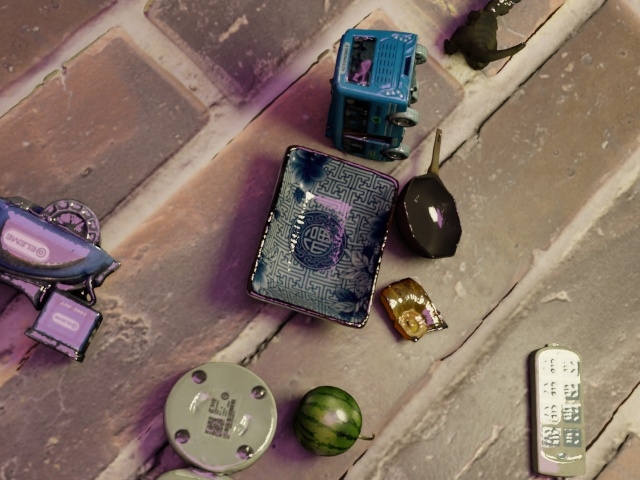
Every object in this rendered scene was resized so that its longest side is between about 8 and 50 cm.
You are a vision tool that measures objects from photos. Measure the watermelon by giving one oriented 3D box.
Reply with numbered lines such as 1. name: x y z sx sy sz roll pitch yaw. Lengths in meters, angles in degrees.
1. watermelon: 0.013 0.256 1.268 0.109 0.109 0.109 3 77 -12

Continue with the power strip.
1. power strip: 0.362 0.268 1.372 0.080 0.029 0.226 4 77 -11

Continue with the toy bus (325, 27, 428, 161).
1. toy bus: 0.078 -0.206 1.313 0.134 0.246 0.113 9 76 2

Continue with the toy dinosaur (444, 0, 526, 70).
1. toy dinosaur: 0.270 -0.349 1.418 0.087 0.179 0.187 24 71 -7

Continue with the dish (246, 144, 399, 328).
1. dish: 0.000 0.000 1.330 0.182 0.080 0.243 18 71 -9

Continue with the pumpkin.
1. pumpkin: 0.137 0.107 1.362 0.073 0.035 0.101 -27 81 -28

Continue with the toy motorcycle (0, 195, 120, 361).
1. toy motorcycle: -0.446 0.011 1.210 0.359 0.125 0.212 27 75 -5

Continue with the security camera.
1. security camera: -0.155 0.315 1.230 0.157 0.080 0.301 15 65 -6

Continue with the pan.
1. pan: 0.171 -0.059 1.393 0.128 0.048 0.202 47 49 -26
